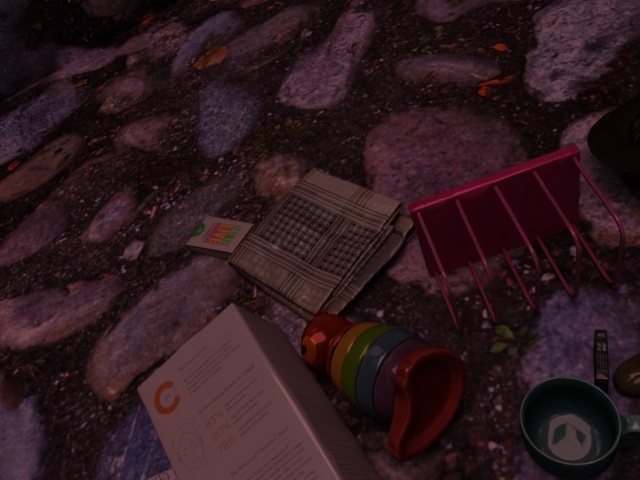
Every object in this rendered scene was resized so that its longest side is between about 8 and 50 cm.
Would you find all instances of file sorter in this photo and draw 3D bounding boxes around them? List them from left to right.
[{"bbox_3d":[0.330,0.015,1.012,0.291,0.202,0.182,-20,49,6],"label":"file sorter"}]

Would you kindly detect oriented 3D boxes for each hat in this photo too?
[{"bbox_3d":[0.668,-0.169,1.069,0.332,0.134,0.331,-22,29,13],"label":"hat"}]

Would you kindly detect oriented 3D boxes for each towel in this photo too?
[{"bbox_3d":[0.000,0.000,1.253,0.324,0.056,0.312,29,67,34],"label":"towel"}]

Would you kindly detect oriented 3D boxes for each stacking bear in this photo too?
[{"bbox_3d":[0.077,0.206,0.994,0.164,0.175,0.289,-9,19,-42],"label":"stacking bear"}]

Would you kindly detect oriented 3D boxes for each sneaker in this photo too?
[{"bbox_3d":[0.528,0.165,0.881,0.192,0.086,0.064,-22,47,5],"label":"sneaker"}]

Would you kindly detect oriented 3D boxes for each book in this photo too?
[{"bbox_3d":[-0.228,-0.007,1.382,0.144,0.035,0.096,9,54,31],"label":"book"}]

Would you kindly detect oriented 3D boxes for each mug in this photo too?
[{"bbox_3d":[0.366,0.279,0.848,0.158,0.097,0.129,27,66,36],"label":"mug"}]

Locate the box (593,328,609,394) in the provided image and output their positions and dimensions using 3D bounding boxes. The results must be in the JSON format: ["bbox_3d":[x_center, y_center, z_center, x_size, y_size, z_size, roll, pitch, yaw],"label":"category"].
[{"bbox_3d":[0.430,0.189,0.916,0.018,0.067,0.083,0,52,22],"label":"box"}]

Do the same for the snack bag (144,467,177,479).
[{"bbox_3d":[-0.276,0.519,0.925,0.343,0.037,0.323,-25,38,1],"label":"snack bag"}]

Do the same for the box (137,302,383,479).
[{"bbox_3d":[-0.093,0.305,0.911,0.215,0.168,0.345,-42,57,5],"label":"box"}]
